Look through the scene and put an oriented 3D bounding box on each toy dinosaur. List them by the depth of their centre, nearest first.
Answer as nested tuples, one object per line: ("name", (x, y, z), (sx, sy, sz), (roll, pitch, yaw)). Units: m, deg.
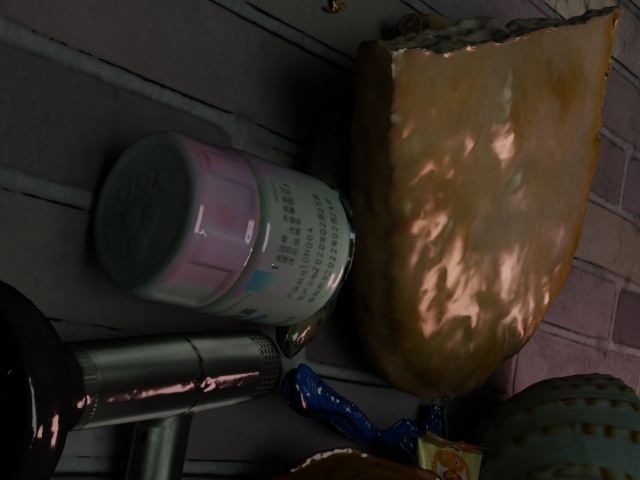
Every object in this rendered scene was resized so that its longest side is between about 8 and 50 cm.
("toy dinosaur", (-0.003, -0.249, 0.852), (0.113, 0.026, 0.041), (32, 88, -54))

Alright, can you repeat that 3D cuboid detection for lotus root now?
("lotus root", (0.130, -0.192, 0.976), (0.150, 0.062, 0.073), (28, 70, -51))

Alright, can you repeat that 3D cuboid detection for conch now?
("conch", (0.248, 0.295, 1.039), (0.215, 0.319, 0.303), (7, 106, -12))

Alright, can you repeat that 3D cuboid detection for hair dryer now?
("hair dryer", (-0.146, 0.186, 0.655), (0.320, 0.156, 0.284), (20, 68, -55))

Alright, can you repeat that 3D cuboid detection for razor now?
("razor", (0.042, 0.180, 0.909), (0.324, 0.056, 0.093), (34, 46, -52))

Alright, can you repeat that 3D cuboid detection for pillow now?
("pillow", (0.000, 0.001, 0.851), (0.093, 0.051, 0.241), (56, 39, -58))

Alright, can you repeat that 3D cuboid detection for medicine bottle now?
("medicine bottle", (-0.074, -0.007, 0.720), (0.168, 0.135, 0.135), (18, 80, -47))

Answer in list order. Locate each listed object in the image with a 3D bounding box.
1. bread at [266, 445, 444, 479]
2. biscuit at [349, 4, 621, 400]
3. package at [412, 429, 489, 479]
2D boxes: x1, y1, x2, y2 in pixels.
("bread", (0.033, 0.332, 0.791), (0.312, 0.172, 0.312), (1, 88, -21))
("biscuit", (0.177, -0.045, 0.983), (0.429, 0.104, 0.446), (-31, 130, -42))
("package", (0.122, 0.259, 0.938), (0.108, 0.031, 0.120), (23, 79, -42))
